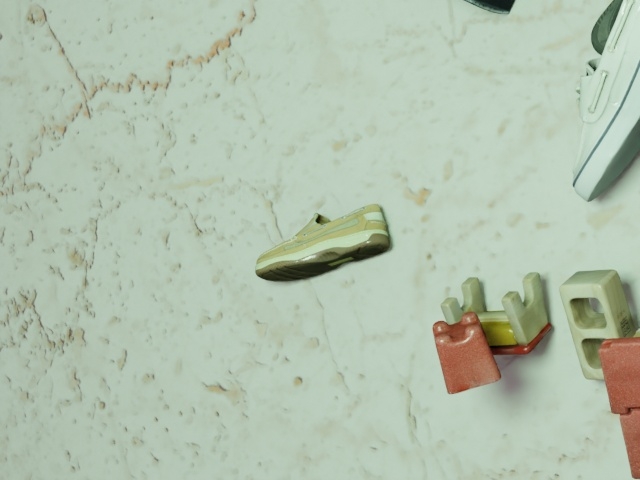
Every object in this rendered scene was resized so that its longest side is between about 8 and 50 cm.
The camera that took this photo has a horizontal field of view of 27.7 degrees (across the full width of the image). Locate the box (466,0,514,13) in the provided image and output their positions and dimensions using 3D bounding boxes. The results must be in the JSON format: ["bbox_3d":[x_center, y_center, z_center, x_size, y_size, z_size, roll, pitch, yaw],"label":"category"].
[{"bbox_3d":[0.180,-0.391,1.520,0.153,0.108,0.207,33,108,28],"label":"box"}]

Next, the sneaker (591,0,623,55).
[{"bbox_3d":[0.380,-0.278,1.394,0.234,0.106,0.078,-32,73,29],"label":"sneaker"}]

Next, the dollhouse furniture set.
[{"bbox_3d":[0.287,0.136,1.394,0.374,0.201,0.152,-6,110,40],"label":"dollhouse furniture set"}]

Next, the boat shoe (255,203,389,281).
[{"bbox_3d":[0.000,0.000,1.672,0.190,0.068,0.072,-16,70,22],"label":"boat shoe"}]

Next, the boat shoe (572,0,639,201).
[{"bbox_3d":[0.321,-0.164,1.404,0.088,0.096,0.267,37,136,23],"label":"boat shoe"}]
